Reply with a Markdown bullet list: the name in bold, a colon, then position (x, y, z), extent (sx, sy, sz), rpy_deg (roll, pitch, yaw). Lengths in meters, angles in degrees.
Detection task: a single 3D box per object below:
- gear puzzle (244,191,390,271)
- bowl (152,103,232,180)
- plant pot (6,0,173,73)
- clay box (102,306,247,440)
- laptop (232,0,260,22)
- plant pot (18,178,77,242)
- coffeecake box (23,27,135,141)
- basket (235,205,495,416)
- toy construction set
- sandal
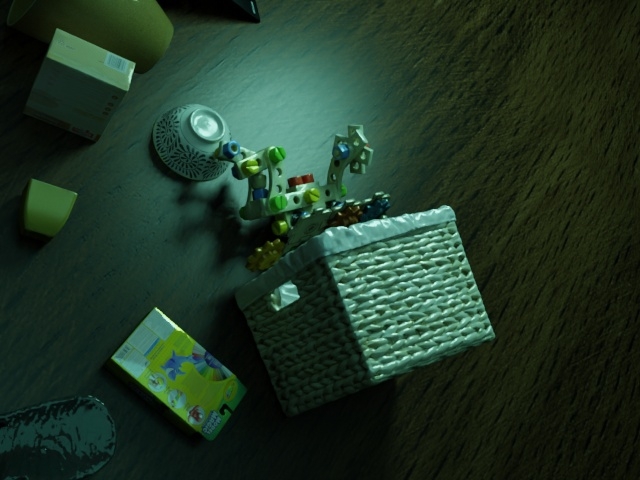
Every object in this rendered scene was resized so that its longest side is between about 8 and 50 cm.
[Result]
- **gear puzzle**: position (0.000, 0.000, 1.558), extent (0.339, 0.175, 0.044), rpy_deg (-16, 59, -37)
- **bowl**: position (-0.239, -0.212, 1.570), extent (0.170, 0.080, 0.170), rpy_deg (15, 59, -26)
- **plant pot**: position (-0.414, -0.433, 1.494), extent (0.254, 0.237, 0.237), rpy_deg (32, 52, -33)
- **clay box**: position (-0.245, 0.235, 1.358), extent (0.222, 0.053, 0.127), rpy_deg (44, 51, -9)
- **laptop**: position (-0.283, -0.612, 1.778), extent (0.264, 0.136, 0.234), rpy_deg (-10, 71, -12)
- **plant pot**: position (-0.470, -0.044, 1.339), extent (0.081, 0.081, 0.083), rpy_deg (19, 70, -24)
- **coffeecake box**: position (-0.432, -0.270, 1.405), extent (0.142, 0.185, 0.068), rpy_deg (21, 57, -24)
- **basket**: position (0.077, 0.131, 1.446), extent (0.331, 0.328, 0.266), rpy_deg (-12, 76, -37)
- **toy construction set**: position (-0.040, -0.123, 1.595), extent (0.328, 0.151, 0.215), rpy_deg (-16, 90, -28)
- **sandal**: position (-0.499, 0.319, 1.115), extent (0.446, 0.107, 0.167), rpy_deg (-17, 77, -37)
